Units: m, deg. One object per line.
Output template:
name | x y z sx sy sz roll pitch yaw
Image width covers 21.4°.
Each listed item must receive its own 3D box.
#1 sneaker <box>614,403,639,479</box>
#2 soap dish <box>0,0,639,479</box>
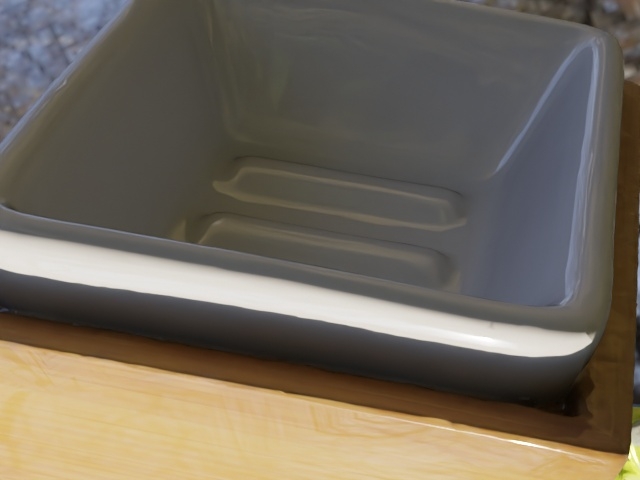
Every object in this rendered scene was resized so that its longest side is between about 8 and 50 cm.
sneaker | 0.276 0.174 1.558 0.240 0.126 0.091 7 -78 -32
soap dish | 0.000 0.000 0.635 0.291 0.229 0.118 -69 -13 -61
